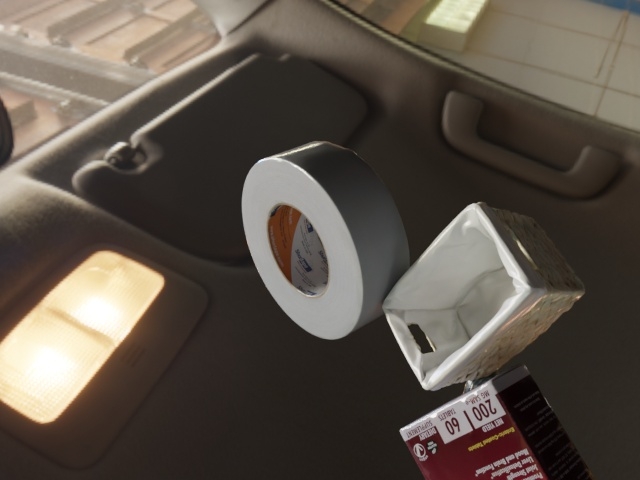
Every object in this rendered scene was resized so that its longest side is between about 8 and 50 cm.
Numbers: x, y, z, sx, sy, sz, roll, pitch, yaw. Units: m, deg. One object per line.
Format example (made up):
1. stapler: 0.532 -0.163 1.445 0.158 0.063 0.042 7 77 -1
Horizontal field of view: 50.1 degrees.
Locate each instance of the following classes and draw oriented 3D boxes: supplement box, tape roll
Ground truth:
1. supplement box: 0.192 0.255 0.646 0.073 0.130 0.239 -11 -115 -48
2. tape roll: 0.000 0.000 0.787 0.072 0.219 0.219 -24 -134 -33

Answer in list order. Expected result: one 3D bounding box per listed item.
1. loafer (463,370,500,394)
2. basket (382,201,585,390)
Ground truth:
1. loafer: 0.199 0.236 0.810 0.062 0.170 0.061 -15 -152 -24
2. basket: 0.160 0.058 0.683 0.103 0.167 0.113 4 -134 -36
